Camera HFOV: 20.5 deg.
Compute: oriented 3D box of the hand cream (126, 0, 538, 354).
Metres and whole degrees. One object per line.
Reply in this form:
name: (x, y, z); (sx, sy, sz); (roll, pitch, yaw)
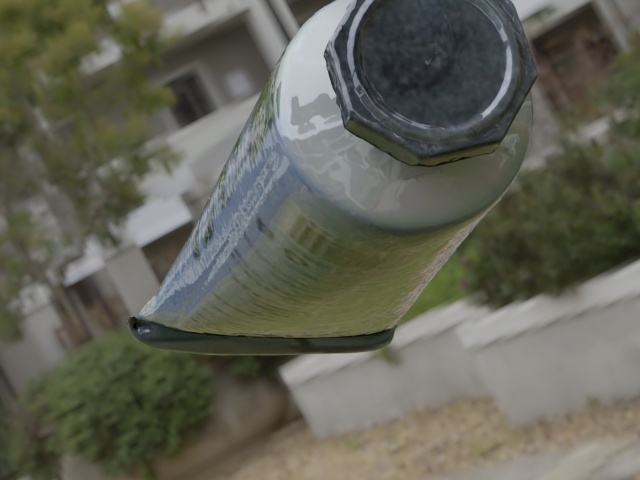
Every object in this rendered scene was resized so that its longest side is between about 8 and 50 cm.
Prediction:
hand cream: (0.000, 0.000, 0.459); (0.088, 0.055, 0.256); (-2, -16, -10)
